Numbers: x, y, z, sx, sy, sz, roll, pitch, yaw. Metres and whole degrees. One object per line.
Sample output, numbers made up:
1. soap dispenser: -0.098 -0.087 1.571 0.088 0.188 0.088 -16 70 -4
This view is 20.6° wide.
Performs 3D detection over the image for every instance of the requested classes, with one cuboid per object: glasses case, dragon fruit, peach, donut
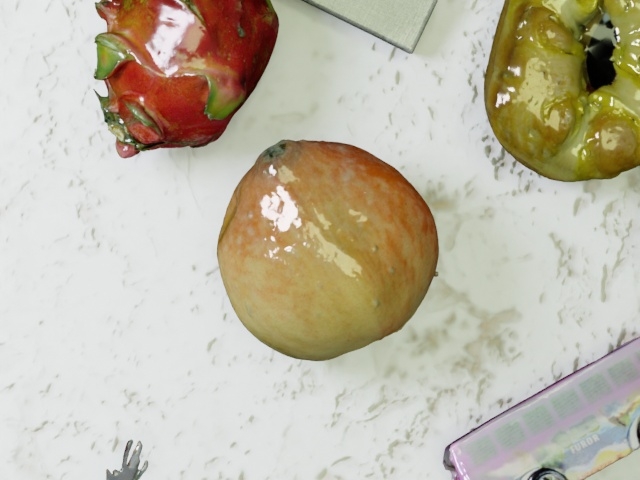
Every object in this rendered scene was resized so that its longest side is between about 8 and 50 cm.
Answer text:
1. glasses case: 0.018 -0.268 1.814 0.205 0.047 0.071 26 94 -4
2. dragon fruit: -0.148 -0.220 1.726 0.200 0.198 0.269 -25 109 -24
3. peach: 0.000 0.000 1.720 0.232 0.232 0.232 0 88 -5
4. donut: 0.277 -0.185 1.791 0.208 0.128 0.261 21 86 -5

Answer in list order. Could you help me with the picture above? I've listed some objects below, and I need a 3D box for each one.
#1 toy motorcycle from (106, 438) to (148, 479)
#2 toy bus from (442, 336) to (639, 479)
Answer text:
1. toy motorcycle: -0.276 0.367 1.724 0.207 0.134 0.401 25 88 -4
2. toy bus: 0.264 0.196 1.796 0.274 0.090 0.112 -28 81 -6
